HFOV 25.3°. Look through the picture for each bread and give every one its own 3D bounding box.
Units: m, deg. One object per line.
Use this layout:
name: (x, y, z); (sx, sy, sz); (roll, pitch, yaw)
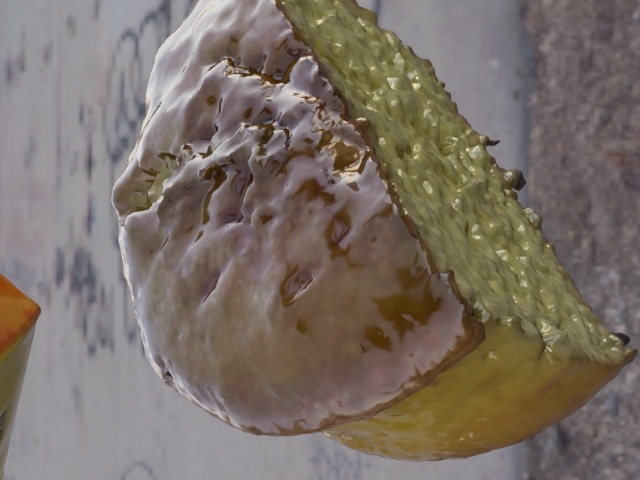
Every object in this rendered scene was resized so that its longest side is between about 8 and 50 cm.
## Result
bread: (0.000, 0.000, 0.771); (0.179, 0.194, 0.340); (-48, 42, 20)

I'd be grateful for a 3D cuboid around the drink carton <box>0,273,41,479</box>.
drink carton: (-0.241, 0.100, 0.321); (0.154, 0.351, 0.111); (37, 142, 11)
